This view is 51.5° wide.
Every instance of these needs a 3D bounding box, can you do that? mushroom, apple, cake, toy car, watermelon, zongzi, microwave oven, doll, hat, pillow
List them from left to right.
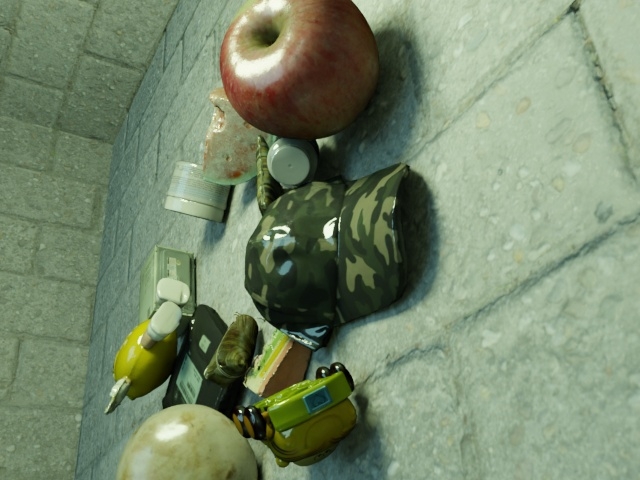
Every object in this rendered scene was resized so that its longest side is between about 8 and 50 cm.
[{"bbox_3d":[-0.474,0.304,1.829,0.423,0.161,0.348,-60,2,6],"label":"doll"},{"bbox_3d":[-0.479,0.161,2.087,0.194,0.145,0.240,-46,40,40],"label":"microwave oven"},{"bbox_3d":[-0.282,0.507,1.443,0.290,0.297,0.298,99,177,-75],"label":"mushroom"},{"bbox_3d":[-0.213,-0.289,1.732,0.318,0.226,0.148,-39,17,34],"label":"watermelon"},{"bbox_3d":[-0.169,0.223,1.483,0.184,0.084,0.187,-42,21,52],"label":"zongzi"},{"bbox_3d":[-0.111,-0.099,1.523,0.208,0.052,0.212,73,-172,-56],"label":"pillow"},{"bbox_3d":[-0.058,0.229,1.377,0.225,0.090,0.109,-59,24,-7],"label":"cake"},{"bbox_3d":[-0.032,0.316,1.150,0.142,0.200,0.248,65,159,5],"label":"toy car"},{"bbox_3d":[-0.036,-0.344,1.317,0.344,0.269,0.345,-15,60,27],"label":"apple"},{"bbox_3d":[0.000,0.000,1.211,0.382,0.257,0.366,121,152,-69],"label":"hat"}]

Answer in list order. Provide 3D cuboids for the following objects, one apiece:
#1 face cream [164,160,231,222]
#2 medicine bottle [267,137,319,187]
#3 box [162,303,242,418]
[{"bbox_3d":[-0.358,-0.144,1.961,0.177,0.177,0.153,10,84,63],"label":"face cream"},{"bbox_3d":[-0.057,-0.176,1.416,0.191,0.107,0.107,-85,16,-73],"label":"medicine bottle"},{"bbox_3d":[-0.308,0.377,1.727,0.359,0.091,0.350,36,110,59],"label":"box"}]
